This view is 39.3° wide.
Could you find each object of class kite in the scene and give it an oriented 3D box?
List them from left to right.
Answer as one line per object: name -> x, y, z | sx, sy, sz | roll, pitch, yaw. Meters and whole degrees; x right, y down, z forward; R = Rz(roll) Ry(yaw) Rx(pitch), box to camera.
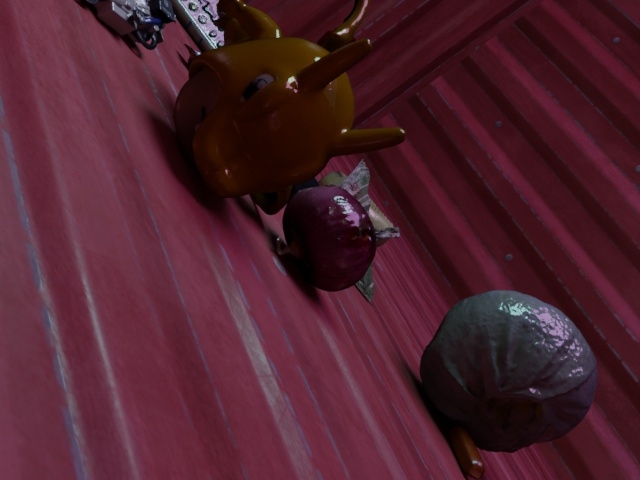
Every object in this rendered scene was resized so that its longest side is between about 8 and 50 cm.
kite -> 0.077, -0.023, 1.922 | 0.267, 0.013, 0.323 | 6, 79, -41

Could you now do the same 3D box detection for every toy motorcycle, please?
toy motorcycle -> -0.311, -0.389, 1.375 | 0.221, 0.102, 0.150 | 34, 43, -61

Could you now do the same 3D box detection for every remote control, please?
remote control -> -0.278, -0.536, 2.099 | 0.335, 0.128, 0.065 | 53, -31, -11

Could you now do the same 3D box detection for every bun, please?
bun -> 0.063, -0.058, 2.072 | 0.222, 0.127, 0.222 | 44, 5, -5
bun -> 0.367, 0.274, 1.774 | 0.362, 0.361, 0.211 | 52, 32, -16

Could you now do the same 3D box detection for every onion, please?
onion -> 0.009, -0.003, 1.452 | 0.177, 0.153, 0.177 | 50, -2, 3

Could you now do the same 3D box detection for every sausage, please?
sausage -> 0.276, 0.401, 1.687 | 0.039, 0.041, 0.131 | 37, 14, -21

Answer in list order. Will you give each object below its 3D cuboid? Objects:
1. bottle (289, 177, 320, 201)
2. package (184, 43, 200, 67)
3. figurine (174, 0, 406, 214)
bottle -> -0.002, -0.043, 1.773 | 0.244, 0.072, 0.082 | 62, -32, 37
package -> -0.240, -0.337, 1.774 | 0.077, 0.033, 0.111 | 23, -38, 59
figurine -> -0.060, -0.230, 1.319 | 0.268, 0.401, 0.387 | 29, 14, -25
